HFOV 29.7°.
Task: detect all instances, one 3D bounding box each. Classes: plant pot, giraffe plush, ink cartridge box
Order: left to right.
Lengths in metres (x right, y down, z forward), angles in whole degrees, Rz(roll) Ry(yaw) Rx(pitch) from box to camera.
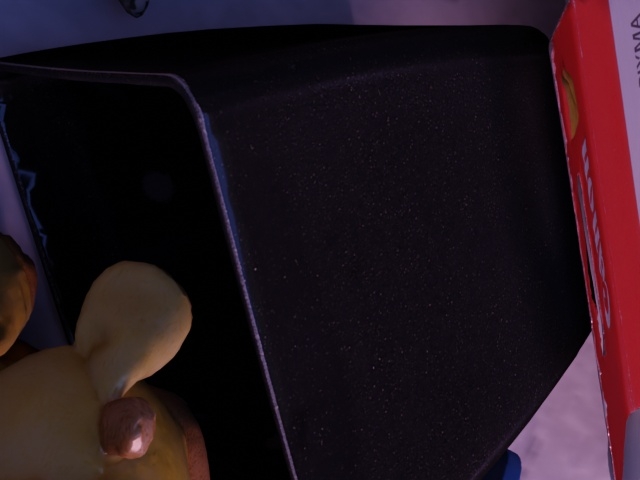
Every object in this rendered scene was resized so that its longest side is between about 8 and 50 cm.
[{"bbox_3d":[-0.111,0.074,0.400,0.170,0.210,0.181,-3,102,24],"label":"giraffe plush"},{"bbox_3d":[0.000,0.000,0.474,0.167,0.187,0.188,-23,110,-28],"label":"plant pot"},{"bbox_3d":[0.139,-0.025,0.499,0.056,0.225,0.181,-7,109,17],"label":"ink cartridge box"}]

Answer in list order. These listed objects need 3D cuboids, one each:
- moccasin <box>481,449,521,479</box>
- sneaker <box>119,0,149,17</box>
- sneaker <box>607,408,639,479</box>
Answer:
[{"bbox_3d":[-0.049,0.182,0.495,0.117,0.138,0.342,42,65,5],"label":"moccasin"},{"bbox_3d":[-0.038,-0.177,0.461,0.410,0.158,0.182,-3,135,-22],"label":"sneaker"},{"bbox_3d":[0.293,0.115,0.627,0.350,0.148,0.131,4,82,-14],"label":"sneaker"}]
